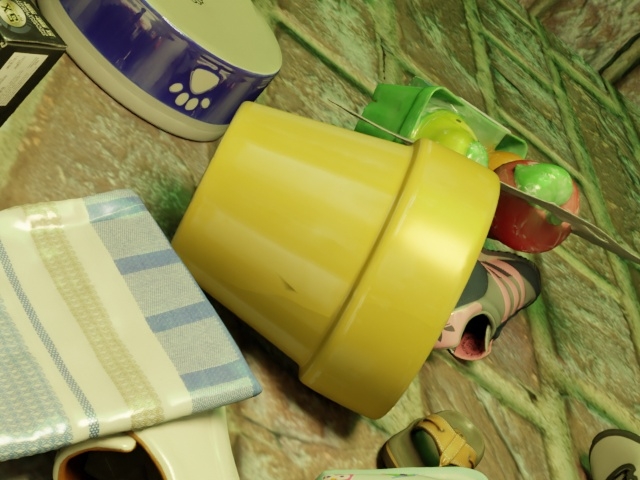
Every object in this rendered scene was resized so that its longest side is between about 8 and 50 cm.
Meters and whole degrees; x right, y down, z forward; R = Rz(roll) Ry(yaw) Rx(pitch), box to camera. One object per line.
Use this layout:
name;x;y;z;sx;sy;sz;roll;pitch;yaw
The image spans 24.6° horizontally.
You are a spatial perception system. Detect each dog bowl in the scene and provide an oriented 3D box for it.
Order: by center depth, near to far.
dog bowl;-0.172;-0.237;1.593;0.265;0.104;0.265;36;24;-19

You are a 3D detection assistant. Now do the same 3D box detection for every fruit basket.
fruit basket;0.219;-0.071;1.756;0.353;0.165;0.327;21;-2;40

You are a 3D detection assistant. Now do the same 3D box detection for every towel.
towel;-0.201;0.051;0.984;0.285;0.034;0.209;-8;49;-37

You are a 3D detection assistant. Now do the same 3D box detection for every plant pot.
plant pot;0.000;0.000;1.328;0.239;0.254;0.254;26;24;-3

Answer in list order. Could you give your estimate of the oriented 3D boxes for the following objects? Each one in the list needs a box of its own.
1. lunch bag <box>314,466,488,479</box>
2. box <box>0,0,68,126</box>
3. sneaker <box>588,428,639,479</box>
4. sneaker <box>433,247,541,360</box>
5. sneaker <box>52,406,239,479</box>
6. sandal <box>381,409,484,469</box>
lunch bag;0.102;0.281;1.063;0.262;0.160;0.223;37;13;-14
box;-0.300;-0.134;1.083;0.147;0.180;0.077;51;22;14
sneaker;0.341;0.298;1.561;0.108;0.100;0.271;26;28;-28
sneaker;0.174;0.078;1.688;0.319;0.112;0.131;15;65;-60
sneaker;-0.135;0.116;1.031;0.123;0.106;0.290;25;31;-46
sandal;0.120;0.201;1.390;0.090;0.060;0.219;49;22;10
